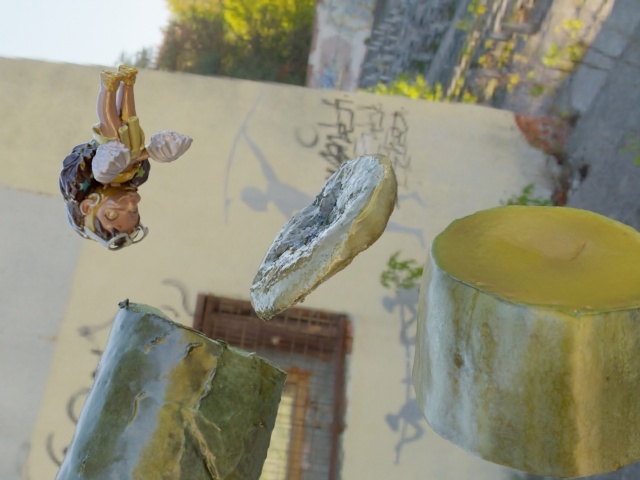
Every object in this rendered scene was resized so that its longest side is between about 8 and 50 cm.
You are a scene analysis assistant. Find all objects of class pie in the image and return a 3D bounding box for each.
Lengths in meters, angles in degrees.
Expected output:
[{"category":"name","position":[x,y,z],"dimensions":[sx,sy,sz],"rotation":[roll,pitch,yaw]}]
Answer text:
[{"category":"pie","position":[0.003,0.002,0.885],"dimensions":[0.218,0.052,0.185],"rotation":[-44,18,16]}]

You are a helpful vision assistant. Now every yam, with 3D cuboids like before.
[{"category":"yam","position":[-0.150,0.221,0.808],"dimensions":[0.195,0.195,0.300],"rotation":[118,168,-74]}]

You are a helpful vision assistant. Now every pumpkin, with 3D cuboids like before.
[{"category":"pumpkin","position":[0.261,0.090,0.990],"dimensions":[0.332,0.333,0.199],"rotation":[-90,-6,-58]}]

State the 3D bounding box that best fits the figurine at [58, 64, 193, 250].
[{"category":"figurine","position":[-0.268,-0.103,1.118],"dimensions":[0.175,0.116,0.240],"rotation":[-31,-31,-55]}]
